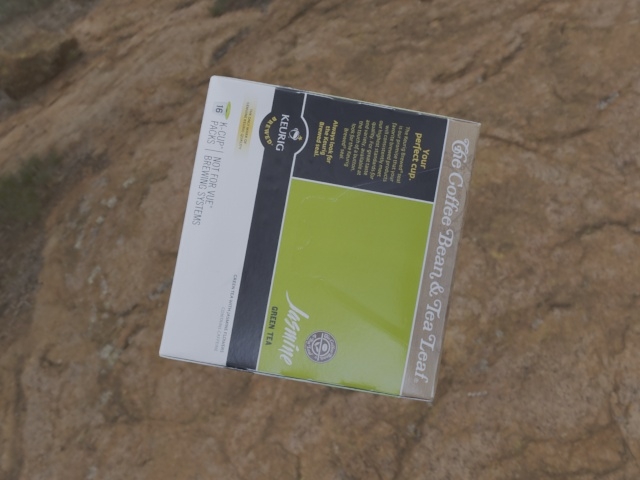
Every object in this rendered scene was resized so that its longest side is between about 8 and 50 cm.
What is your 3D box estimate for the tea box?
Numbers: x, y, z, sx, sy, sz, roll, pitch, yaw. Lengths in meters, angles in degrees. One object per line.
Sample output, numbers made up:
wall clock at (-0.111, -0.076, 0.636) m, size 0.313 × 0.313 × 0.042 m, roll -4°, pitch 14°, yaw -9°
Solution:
tea box at (0.000, 0.000, 0.964) m, size 0.323 × 0.220 × 0.329 m, roll 11°, pitch 89°, yaw -1°
